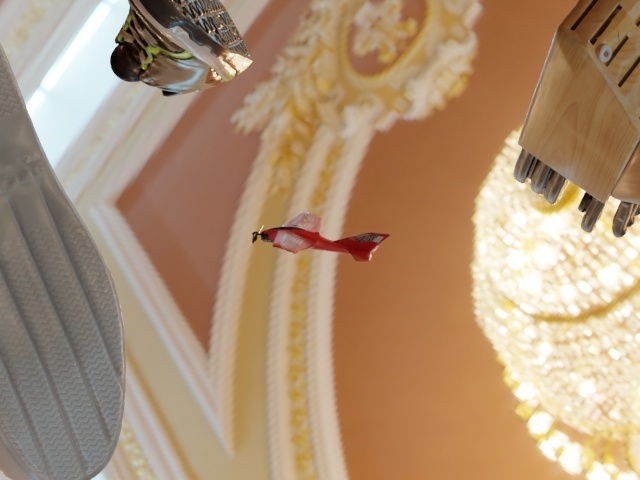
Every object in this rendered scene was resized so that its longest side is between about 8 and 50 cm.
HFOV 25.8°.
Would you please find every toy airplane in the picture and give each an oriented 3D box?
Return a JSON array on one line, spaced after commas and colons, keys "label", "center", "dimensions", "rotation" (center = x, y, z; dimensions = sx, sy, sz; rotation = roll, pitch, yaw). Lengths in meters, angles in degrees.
[{"label": "toy airplane", "center": [0.000, 0.000, 1.504], "dimensions": [0.151, 0.151, 0.028], "rotation": [24, -63, 53]}]

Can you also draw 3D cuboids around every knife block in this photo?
[{"label": "knife block", "center": [0.221, -0.113, 1.197], "dimensions": [0.088, 0.275, 0.242], "rotation": [-52, -147, -17]}]

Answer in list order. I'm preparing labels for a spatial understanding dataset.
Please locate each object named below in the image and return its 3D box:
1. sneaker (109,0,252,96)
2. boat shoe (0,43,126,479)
[{"label": "sneaker", "center": [-0.121, -0.149, 1.092], "dimensions": [0.097, 0.235, 0.084], "rotation": [-28, -100, 7]}, {"label": "boat shoe", "center": [-0.199, 0.001, 0.817], "dimensions": [0.094, 0.109, 0.302], "rotation": [-9, -80, 49]}]
